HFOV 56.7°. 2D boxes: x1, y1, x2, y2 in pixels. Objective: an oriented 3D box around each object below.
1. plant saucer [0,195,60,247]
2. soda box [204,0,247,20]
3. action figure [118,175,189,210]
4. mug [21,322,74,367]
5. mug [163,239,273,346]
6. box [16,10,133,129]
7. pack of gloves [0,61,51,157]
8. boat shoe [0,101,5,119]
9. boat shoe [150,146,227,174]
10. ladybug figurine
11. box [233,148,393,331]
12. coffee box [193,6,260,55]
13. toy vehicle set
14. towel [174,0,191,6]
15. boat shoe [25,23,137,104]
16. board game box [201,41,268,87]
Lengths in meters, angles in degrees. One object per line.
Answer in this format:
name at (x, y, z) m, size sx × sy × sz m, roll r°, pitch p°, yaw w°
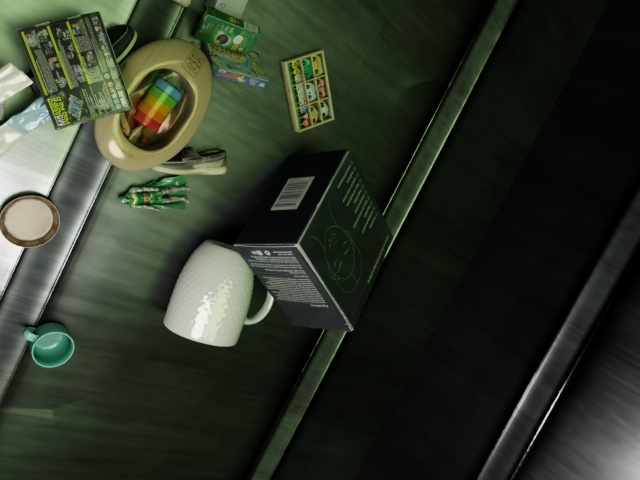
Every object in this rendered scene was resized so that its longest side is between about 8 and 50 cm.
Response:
plant saucer at (-0.887, -0.060, 1.809) m, size 0.169 × 0.029 × 0.168 m, roll -15°, pitch 119°, yaw -31°
soda box at (-0.258, -0.844, 1.858) m, size 0.098 × 0.091 × 0.286 m, roll 16°, pitch 101°, yaw -40°
action figure at (-0.558, -0.147, 1.990) m, size 0.232 × 0.063 × 0.137 m, roll -9°, pitch 119°, yaw -29°
mug at (-0.889, 0.325, 1.942) m, size 0.130 × 0.097 × 0.157 m, roll -23°, pitch 122°, yaw -26°
mug at (-0.340, 0.188, 2.154) m, size 0.374 × 0.276 × 0.327 m, roll 17°, pitch 93°, yaw -29°
box at (-0.660, -0.458, 1.609) m, size 0.216 × 0.060 × 0.270 m, roll -21°, pitch 108°, yaw -16°
pack of gloves at (-0.849, -0.337, 1.601) m, size 0.232 × 0.046 × 0.195 m, roll -37°, pitch 144°, yaw 2°
boat shoe at (-0.965, -0.350, 1.582) m, size 0.228 × 0.079 × 0.081 m, roll -7°, pitch 111°, yaw -37°
boat shoe at (-0.441, -0.270, 1.994) m, size 0.285 × 0.103 × 0.092 m, roll -5°, pitch 108°, yaw -39°
ladybug figurine at (-0.516, -0.425, 1.820) m, size 0.449 × 0.162 × 0.305 m, roll -52°, pitch 130°, yaw -4°
box at (0.000, 0.000, 2.197) m, size 0.471 × 0.298 × 0.479 m, roll 58°, pitch 46°, yaw -37°
coffee box at (-0.297, -0.662, 1.883) m, size 0.184 × 0.113 × 0.040 m, roll 9°, pitch 62°, yaw -31°
toy vehicle set at (-0.045, -0.550, 2.188) m, size 0.166 × 0.035 × 0.266 m, roll -26°, pitch 124°, yaw -24°
towel at (-0.415, -0.864, 1.763) m, size 0.187 × 0.049 × 0.282 m, roll 21°, pitch 98°, yaw -40°
boat shoe at (-0.681, -0.525, 1.678) m, size 0.340 × 0.127 × 0.113 m, roll -36°, pitch 140°, yaw -5°
board game box at (-0.281, -0.578, 1.943) m, size 0.201 × 0.136 × 0.035 m, roll 2°, pitch 145°, yaw -37°
